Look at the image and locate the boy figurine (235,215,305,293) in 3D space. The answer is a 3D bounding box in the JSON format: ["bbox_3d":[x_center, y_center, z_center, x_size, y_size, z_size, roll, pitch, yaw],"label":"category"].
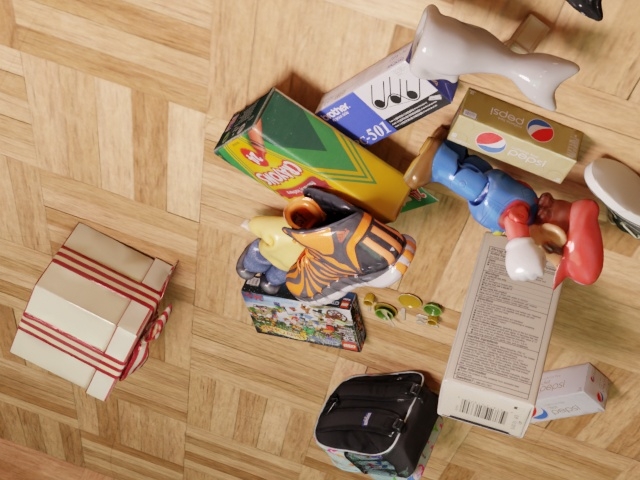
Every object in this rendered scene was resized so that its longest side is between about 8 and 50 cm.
[{"bbox_3d":[-0.057,0.002,1.928,0.177,0.092,0.285,30,145,-13],"label":"boy figurine"}]

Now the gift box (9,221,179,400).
[{"bbox_3d":[-0.443,0.133,2.200,0.258,0.276,0.255,29,134,-5],"label":"gift box"}]

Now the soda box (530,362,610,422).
[{"bbox_3d":[0.454,0.303,2.097,0.074,0.069,0.216,39,142,-25],"label":"soda box"}]

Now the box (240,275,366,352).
[{"bbox_3d":[-0.032,0.149,2.169,0.233,0.044,0.159,9,145,19],"label":"box"}]

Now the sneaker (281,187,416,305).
[{"bbox_3d":[0.000,0.000,1.706,0.180,0.124,0.321,37,150,-20],"label":"sneaker"}]

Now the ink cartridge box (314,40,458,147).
[{"bbox_3d":[0.094,-0.208,1.579,0.097,0.046,0.207,38,144,-23],"label":"ink cartridge box"}]

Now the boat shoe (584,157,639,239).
[{"bbox_3d":[0.462,-0.042,1.586,0.219,0.077,0.070,32,145,-19],"label":"boat shoe"}]

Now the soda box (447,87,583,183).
[{"bbox_3d":[0.281,-0.151,1.547,0.181,0.058,0.061,22,147,0],"label":"soda box"}]

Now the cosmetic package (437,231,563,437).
[{"bbox_3d":[0.301,0.152,1.757,0.153,0.296,0.129,16,148,11],"label":"cosmetic package"}]

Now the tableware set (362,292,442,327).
[{"bbox_3d":[0.157,0.135,2.062,0.154,0.024,0.104,14,146,12],"label":"tableware set"}]

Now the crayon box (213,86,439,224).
[{"bbox_3d":[0.006,-0.104,1.701,0.319,0.081,0.202,32,163,-16],"label":"crayon box"}]

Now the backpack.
[{"bbox_3d":[0.122,0.396,2.280,0.254,0.225,0.191,-2,136,38],"label":"backpack"}]

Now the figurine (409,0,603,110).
[{"bbox_3d":[0.239,-0.274,1.316,0.210,0.092,0.214,18,122,-5],"label":"figurine"}]

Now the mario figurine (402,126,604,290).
[{"bbox_3d":[0.267,-0.023,1.588,0.321,0.198,0.170,33,151,8],"label":"mario figurine"}]

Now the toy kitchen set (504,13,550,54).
[{"bbox_3d":[0.272,-0.252,1.431,0.068,0.075,0.083,34,-175,-13],"label":"toy kitchen set"}]
